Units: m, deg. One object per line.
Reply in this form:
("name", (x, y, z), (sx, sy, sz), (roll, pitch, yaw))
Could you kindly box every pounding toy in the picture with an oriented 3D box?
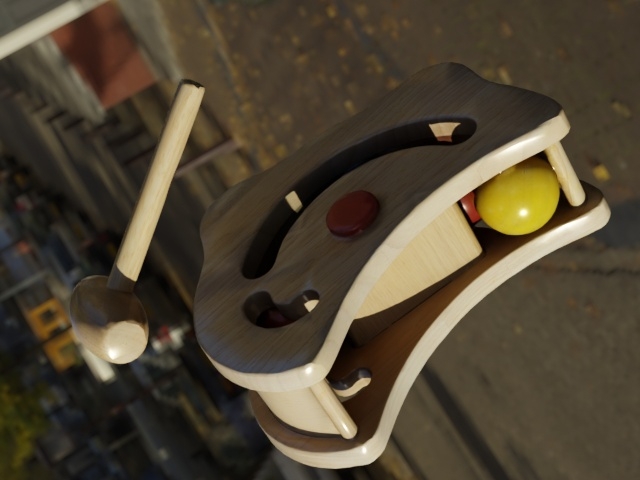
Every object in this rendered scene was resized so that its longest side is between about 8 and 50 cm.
("pounding toy", (0.000, 0.000, 0.794), (0.155, 0.269, 0.154), (57, -179, -38))
